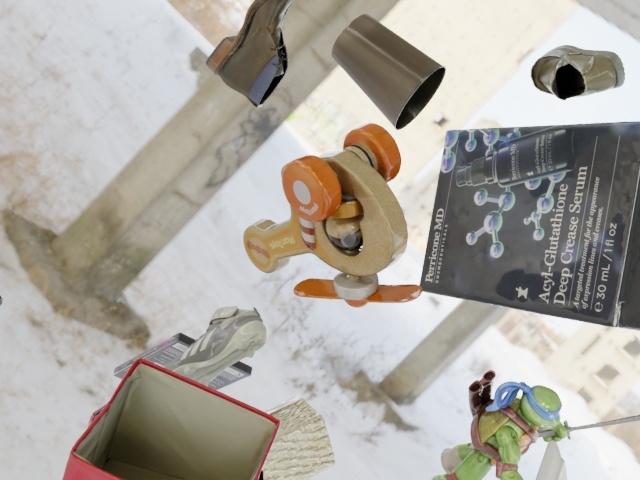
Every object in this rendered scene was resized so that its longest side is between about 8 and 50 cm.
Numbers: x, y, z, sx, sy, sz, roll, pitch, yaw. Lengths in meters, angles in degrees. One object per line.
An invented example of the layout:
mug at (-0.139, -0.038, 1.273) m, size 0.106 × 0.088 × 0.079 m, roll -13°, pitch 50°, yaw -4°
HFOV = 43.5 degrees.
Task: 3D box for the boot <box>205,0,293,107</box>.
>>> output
boot at (-0.068, -0.301, 1.199) m, size 0.106 × 0.219 × 0.082 m, roll 47°, pitch 31°, yaw -1°

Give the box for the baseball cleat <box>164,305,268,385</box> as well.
baseball cleat at (-0.186, 0.180, 1.340) m, size 0.109 × 0.206 × 0.072 m, roll -119°, pitch -175°, yaw -47°

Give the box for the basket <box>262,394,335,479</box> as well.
basket at (-0.069, 0.362, 1.395) m, size 0.103 × 0.167 × 0.113 m, roll 12°, pitch -59°, yaw 60°

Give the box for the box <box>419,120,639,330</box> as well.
box at (0.388, -0.023, 1.307) m, size 0.212 × 0.293 × 0.395 m, roll 11°, pitch -3°, yaw -37°

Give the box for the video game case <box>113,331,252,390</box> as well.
video game case at (-0.312, 0.293, 1.799) m, size 0.196 × 0.274 × 0.026 m, roll 32°, pitch 49°, yaw -29°

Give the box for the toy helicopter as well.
toy helicopter at (0.000, 0.000, 1.122) m, size 0.355 × 0.140 × 0.235 m, roll -18°, pitch -79°, yaw 56°

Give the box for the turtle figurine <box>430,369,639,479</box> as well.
turtle figurine at (0.276, 0.319, 1.091) m, size 0.275 × 0.266 × 0.197 m, roll 25°, pitch 46°, yaw -19°

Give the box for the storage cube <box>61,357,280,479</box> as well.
storage cube at (-0.181, 0.290, 0.916) m, size 0.215 × 0.193 × 0.183 m, roll 25°, pitch 28°, yaw 0°

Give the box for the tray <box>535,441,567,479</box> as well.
tray at (0.372, 0.426, 1.300) m, size 0.030 × 0.145 × 0.270 m, roll 15°, pitch -26°, yaw 27°

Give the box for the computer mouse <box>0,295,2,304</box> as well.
computer mouse at (-0.448, 0.011, 0.843) m, size 0.242 × 0.071 × 0.041 m, roll 30°, pitch 39°, yaw -16°

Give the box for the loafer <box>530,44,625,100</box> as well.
loafer at (0.469, -0.319, 1.532) m, size 0.251 × 0.087 × 0.094 m, roll -153°, pitch -137°, yaw -71°

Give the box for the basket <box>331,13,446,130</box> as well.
basket at (0.147, -0.394, 1.833) m, size 0.227 × 0.154 × 0.204 m, roll 44°, pitch -28°, yaw 12°
